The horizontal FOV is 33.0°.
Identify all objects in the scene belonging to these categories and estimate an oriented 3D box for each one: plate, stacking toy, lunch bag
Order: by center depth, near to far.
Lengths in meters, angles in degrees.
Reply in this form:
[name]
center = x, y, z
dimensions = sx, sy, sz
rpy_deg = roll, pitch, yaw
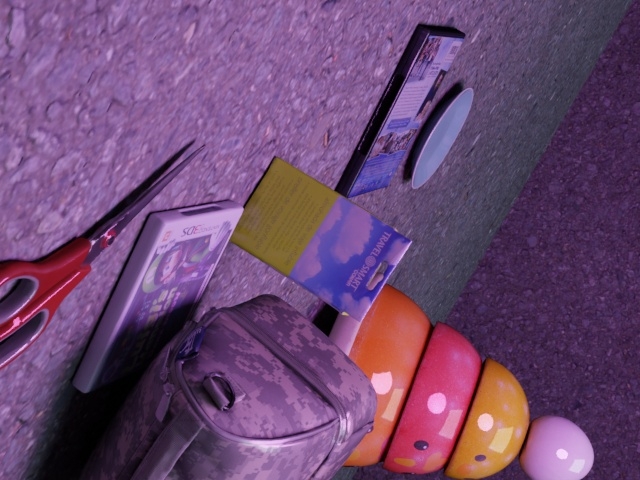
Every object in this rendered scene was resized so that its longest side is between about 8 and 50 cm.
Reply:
[lunch bag]
center = -0.118, 0.222, 1.118
dimensions = 0.305, 0.212, 0.256
rpy_deg = -55, 164, 25
[plate]
center = 0.191, -0.170, 1.760
dimensions = 0.188, 0.024, 0.188
rpy_deg = -52, 165, -20
[stacking toy]
center = 0.226, 0.282, 1.807
dimensions = 0.350, 0.480, 0.351
rpy_deg = 19, 90, -81

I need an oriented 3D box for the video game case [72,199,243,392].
[video game case]
center = -0.157, 0.051, 1.075
dimensions = 0.190, 0.022, 0.173
rpy_deg = -62, 165, 16

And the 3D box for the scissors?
[scissors]
center = -0.193, 0.013, 0.895
dimensions = 0.297, 0.021, 0.109
rpy_deg = -43, 156, -48

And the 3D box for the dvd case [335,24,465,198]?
[dvd case]
center = 0.112, -0.178, 1.492
dimensions = 0.253, 0.022, 0.180
rpy_deg = -63, 164, 18

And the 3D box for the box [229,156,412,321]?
[box]
center = 0.000, 0.000, 1.173
dimensions = 0.109, 0.178, 0.042
rpy_deg = -58, 166, 0
